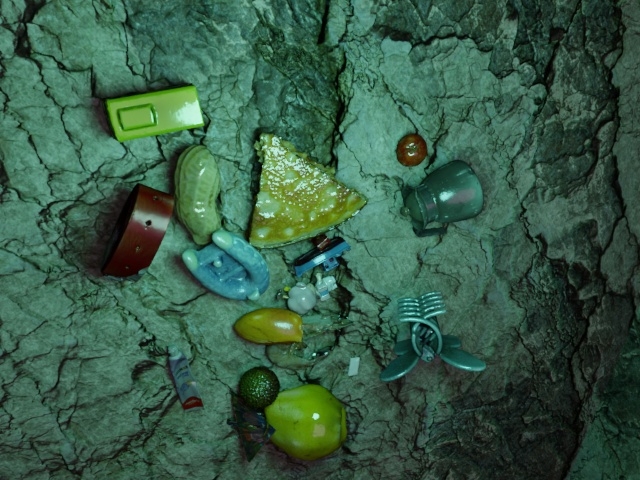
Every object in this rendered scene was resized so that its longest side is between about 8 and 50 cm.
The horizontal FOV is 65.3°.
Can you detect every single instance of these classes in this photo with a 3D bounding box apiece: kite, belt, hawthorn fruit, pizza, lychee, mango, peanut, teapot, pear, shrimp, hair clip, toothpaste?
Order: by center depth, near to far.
[{"bbox_3d":[-0.545,-0.015,1.480,0.115,0.227,0.324,22,119,-27],"label":"belt"},{"bbox_3d":[-0.377,-0.136,1.553,0.153,0.140,0.325,-41,138,-50],"label":"peanut"},{"bbox_3d":[-0.087,-0.186,1.657,0.440,0.130,0.406,-22,116,-2],"label":"pizza"},{"bbox_3d":[0.325,-0.323,1.779,0.128,0.128,0.128,-8,112,-19],"label":"hawthorn fruit"},{"bbox_3d":[-0.184,0.310,1.791,0.252,0.126,0.154,2,148,4],"label":"mango"},{"bbox_3d":[-0.491,0.501,1.797,0.075,0.048,0.301,-20,118,-19],"label":"toothpaste"},{"bbox_3d":[-0.223,0.544,1.843,0.171,0.171,0.171,-8,112,-19],"label":"lychee"},{"bbox_3d":[0.421,-0.142,1.871,0.285,0.305,0.223,-20,79,-7],"label":"teapot"},{"bbox_3d":[-0.259,0.713,1.900,0.234,0.016,0.321,-6,103,27],"label":"kite"},{"bbox_3d":[-0.065,0.703,1.917,0.336,0.285,0.285,-18,115,-6],"label":"pear"},{"bbox_3d":[-0.033,0.386,1.923,0.360,0.085,0.247,-20,122,-9],"label":"shrimp"},{"bbox_3d":[0.410,0.356,1.947,0.392,0.318,0.238,-9,100,11],"label":"hair clip"}]

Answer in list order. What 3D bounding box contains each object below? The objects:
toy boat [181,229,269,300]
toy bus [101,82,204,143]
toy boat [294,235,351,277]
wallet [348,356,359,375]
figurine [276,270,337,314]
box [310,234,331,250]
[{"bbox_3d":[-0.291,0.106,1.629,0.215,0.123,0.330,-31,139,7],"label":"toy boat"},{"bbox_3d":[-0.474,-0.364,1.418,0.262,0.150,0.128,-15,113,-16],"label":"toy bus"},{"bbox_3d":[0.009,0.069,1.805,0.223,0.100,0.097,-29,101,-11],"label":"toy boat"},{"bbox_3d":[0.139,0.526,2.079,0.044,0.011,0.083,0,110,-22],"label":"wallet"},{"bbox_3d":[-0.041,0.198,1.827,0.229,0.112,0.137,-24,137,-14],"label":"figurine"},{"bbox_3d":[0.000,0.000,1.784,0.051,0.082,0.023,-41,116,-4],"label":"box"}]
